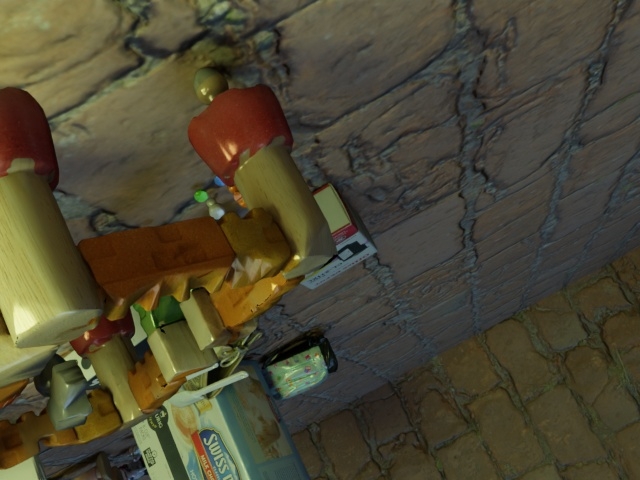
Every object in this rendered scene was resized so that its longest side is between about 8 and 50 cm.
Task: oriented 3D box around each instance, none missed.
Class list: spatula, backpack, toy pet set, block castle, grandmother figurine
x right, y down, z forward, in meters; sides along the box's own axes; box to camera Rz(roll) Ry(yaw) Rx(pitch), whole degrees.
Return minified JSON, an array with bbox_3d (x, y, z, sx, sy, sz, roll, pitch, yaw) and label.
[{"bbox_3d":[-0.257,0.254,1.241,0.168,0.019,0.242,32,137,-30],"label":"spatula"},{"bbox_3d":[-0.050,0.308,1.652,0.182,0.115,0.152,-24,163,-3],"label":"backpack"},{"bbox_3d":[-0.128,-0.026,0.832,0.122,0.065,0.114,-36,124,15],"label":"toy pet set"},{"bbox_3d":[-0.232,0.044,0.625,0.303,0.213,0.453,-13,158,-44],"label":"block castle"},{"bbox_3d":[-0.674,0.668,1.728,0.342,0.104,0.208,-25,120,-5],"label":"grandmother figurine"}]

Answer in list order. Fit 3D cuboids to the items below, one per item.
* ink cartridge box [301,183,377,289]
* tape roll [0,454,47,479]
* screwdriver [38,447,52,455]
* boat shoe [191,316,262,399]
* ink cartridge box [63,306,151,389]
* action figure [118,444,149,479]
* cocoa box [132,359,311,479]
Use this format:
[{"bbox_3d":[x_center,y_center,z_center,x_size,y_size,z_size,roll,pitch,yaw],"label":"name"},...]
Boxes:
[{"bbox_3d":[0.000,0.000,1.008,0.127,0.072,0.175,-31,160,8],"label":"ink cartridge box"},{"bbox_3d":[-0.532,0.493,1.233,0.100,0.286,0.286,-18,158,-23],"label":"tape roll"},{"bbox_3d":[-0.646,0.483,1.448,0.170,0.024,0.025,-23,131,-18],"label":"screwdriver"},{"bbox_3d":[-0.172,0.203,1.264,0.104,0.089,0.285,-14,156,-33],"label":"boat shoe"},{"bbox_3d":[-0.269,0.156,1.066,0.333,0.065,0.165,-35,160,22],"label":"ink cartridge box"},{"bbox_3d":[-0.376,0.558,1.852,0.370,0.248,0.275,-16,-156,3],"label":"action figure"},{"bbox_3d":[-0.208,0.457,1.467,0.228,0.347,0.231,-35,159,18],"label":"cocoa box"}]
